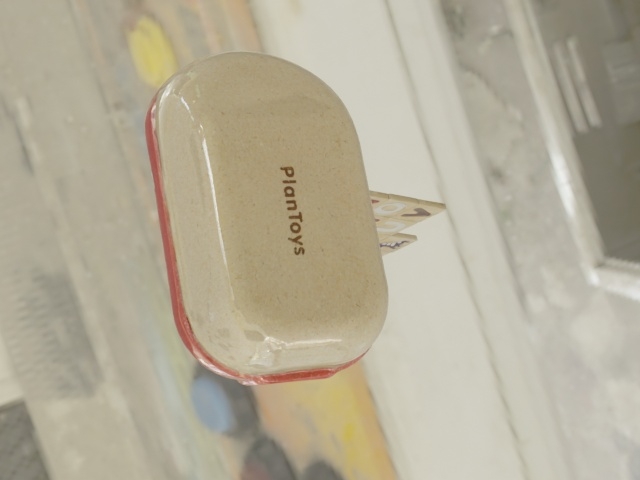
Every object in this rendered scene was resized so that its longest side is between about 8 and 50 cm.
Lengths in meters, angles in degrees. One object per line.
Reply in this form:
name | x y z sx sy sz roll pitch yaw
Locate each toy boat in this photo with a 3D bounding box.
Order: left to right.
toy boat | -0.053 -0.009 1.044 0.151 0.151 0.231 -30 66 56

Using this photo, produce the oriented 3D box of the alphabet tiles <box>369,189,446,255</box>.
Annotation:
alphabet tiles | 0.000 0.000 1.498 0.237 0.198 0.009 -26 65 43
